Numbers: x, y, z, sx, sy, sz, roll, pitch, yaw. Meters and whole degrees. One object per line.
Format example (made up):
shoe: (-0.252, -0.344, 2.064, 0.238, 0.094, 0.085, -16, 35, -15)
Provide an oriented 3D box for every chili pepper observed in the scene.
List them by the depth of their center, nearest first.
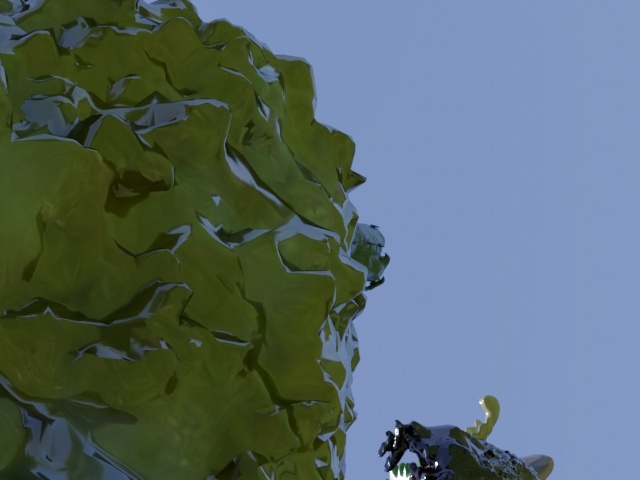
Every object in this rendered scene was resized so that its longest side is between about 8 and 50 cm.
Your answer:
chili pepper: (0.000, 0.000, 1.884, 0.359, 0.076, 0.085, 20, -100, -65)

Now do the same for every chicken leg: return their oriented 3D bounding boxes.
chicken leg: (0.108, 0.173, 1.164, 0.063, 0.105, 0.234, -49, -25, 7)

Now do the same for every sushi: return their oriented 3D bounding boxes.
sushi: (-0.175, 0.057, 0.524, 0.240, 0.396, 0.351, -83, 3, -50)

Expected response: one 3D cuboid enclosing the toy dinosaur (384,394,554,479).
toy dinosaur: (0.158, 0.252, 1.400, 0.177, 0.152, 0.194, -7, -55, -23)
